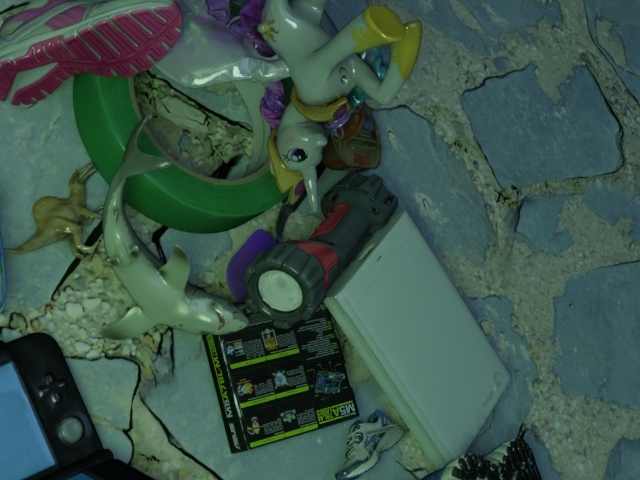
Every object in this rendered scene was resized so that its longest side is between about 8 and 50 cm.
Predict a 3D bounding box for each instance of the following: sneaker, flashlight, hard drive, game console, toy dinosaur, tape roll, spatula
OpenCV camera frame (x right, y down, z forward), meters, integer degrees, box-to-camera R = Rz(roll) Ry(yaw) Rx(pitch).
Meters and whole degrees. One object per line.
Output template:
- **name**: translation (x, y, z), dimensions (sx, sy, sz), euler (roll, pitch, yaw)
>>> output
- **sneaker**: translation (0.052, 0.271, 1.576), dimensions (0.058, 0.052, 0.135), euler (51, 41, 3)
- **flashlight**: translation (0.000, 0.000, 1.577), dimensions (0.103, 0.103, 0.304), euler (53, 33, -11)
- **sneaker**: translation (-0.285, -0.252, 1.413), dimensions (0.103, 0.252, 0.111), euler (62, 18, -58)
- **hard drive**: translation (0.141, 0.138, 1.669), dimensions (0.307, 0.040, 0.203), euler (56, 48, -17)
- **sneaker**: translation (0.203, 0.347, 1.613), dimensions (0.330, 0.147, 0.130), euler (15, 55, -54)
- **game console**: translation (-0.319, 0.231, 1.211), dimensions (0.293, 0.173, 0.250), euler (-21, 86, -42)
- **toy dinosaur**: translation (-0.304, -0.013, 1.416), dimensions (0.092, 0.053, 0.183), euler (34, 45, -4)
- **tape roll**: translation (-0.161, -0.171, 1.565), dimensions (0.321, 0.077, 0.321), euler (16, 62, -34)
- **spatula**: translation (-0.047, -0.031, 1.625), dimensions (0.084, 0.030, 0.296), euler (54, 44, -30)

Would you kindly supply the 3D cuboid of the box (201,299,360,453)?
- **box**: translation (-0.052, 0.161, 1.533), dimensions (0.190, 0.045, 0.184), euler (-10, 84, -40)

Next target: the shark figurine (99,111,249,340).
- **shark figurine**: translation (-0.211, 0.003, 1.426), dimensions (0.116, 0.166, 0.278), euler (-99, 168, -66)

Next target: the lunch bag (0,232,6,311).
- **lunch bag**: translation (-0.432, 0.011, 1.234), dimensions (0.219, 0.090, 0.176), euler (10, 63, -58)

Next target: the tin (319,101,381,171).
- **tin**: translation (0.036, -0.149, 1.689), dimensions (0.189, 0.040, 0.106), euler (0, 74, -67)

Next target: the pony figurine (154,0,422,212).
- **pony figurine**: translation (-0.039, -0.252, 1.460), dimensions (0.302, 0.363, 0.351), euler (-20, 69, -34)
